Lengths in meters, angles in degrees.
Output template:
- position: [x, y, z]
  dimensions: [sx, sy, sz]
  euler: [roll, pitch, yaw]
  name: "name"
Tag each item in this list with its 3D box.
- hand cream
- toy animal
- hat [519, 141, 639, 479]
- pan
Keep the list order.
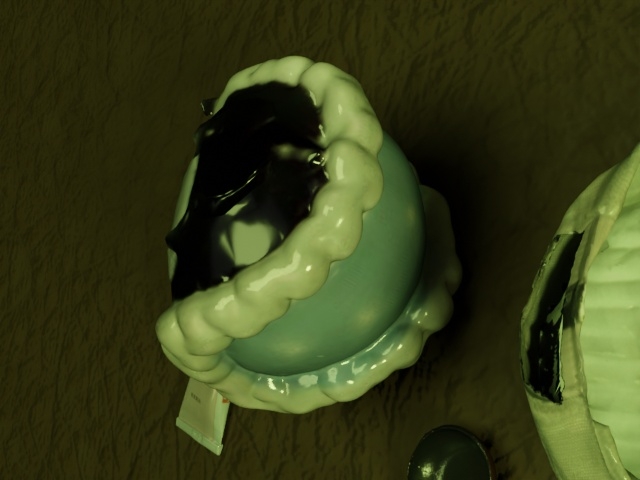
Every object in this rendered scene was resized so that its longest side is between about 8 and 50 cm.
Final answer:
- position: [-0.075, 0.060, 0.911]
  dimensions: [0.052, 0.038, 0.216]
  euler: [-136, 60, -73]
  name: "hand cream"
- position: [0.000, 0.000, 0.728]
  dimensions: [0.156, 0.204, 0.208]
  euler: [-5, 59, 31]
  name: "toy animal"
- position: [0.230, 0.058, 0.507]
  dimensions: [0.275, 0.161, 0.232]
  euler: [-1, 78, 23]
  name: "hat"
- position: [0.098, 0.163, 0.703]
  dimensions: [0.115, 0.023, 0.068]
  euler: [45, 113, 46]
  name: "pan"
